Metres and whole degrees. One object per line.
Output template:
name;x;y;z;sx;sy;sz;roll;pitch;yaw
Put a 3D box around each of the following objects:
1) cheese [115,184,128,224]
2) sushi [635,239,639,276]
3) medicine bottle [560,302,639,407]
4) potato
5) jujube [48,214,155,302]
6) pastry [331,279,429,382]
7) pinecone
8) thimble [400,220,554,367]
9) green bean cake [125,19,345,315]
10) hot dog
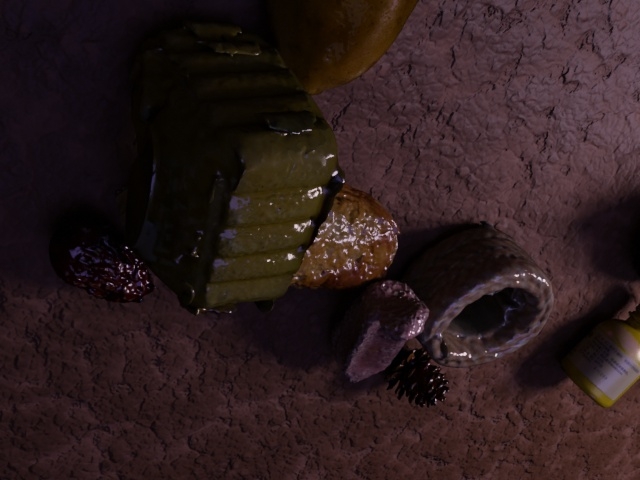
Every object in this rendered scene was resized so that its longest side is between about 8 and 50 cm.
cheese;-0.232;-0.043;1.206;0.084;0.060;0.041;21;120;-39
sushi;0.679;0.027;1.538;0.200;0.204;0.213;-40;132;-1
medicine bottle;0.560;0.197;1.644;0.122;0.122;0.212;35;101;-35
potato;0.039;-0.346;1.072;0.195;0.176;0.369;-14;133;-47
jujube;-0.300;0.032;1.200;0.104;0.104;0.166;-33;137;-1
pastry;0.087;0.135;1.373;0.103;0.112;0.265;-9;160;-23
pinecone;0.169;0.234;1.518;0.109;0.102;0.102;26;110;-2
thimble;0.248;0.093;1.437;0.229;0.148;0.196;-31;129;1
green bean cake;-0.147;-0.084;1.090;0.202;0.285;0.310;-8;135;-35
hot dog;-0.003;-0.002;1.294;0.259;0.114;0.175;6;114;-47
